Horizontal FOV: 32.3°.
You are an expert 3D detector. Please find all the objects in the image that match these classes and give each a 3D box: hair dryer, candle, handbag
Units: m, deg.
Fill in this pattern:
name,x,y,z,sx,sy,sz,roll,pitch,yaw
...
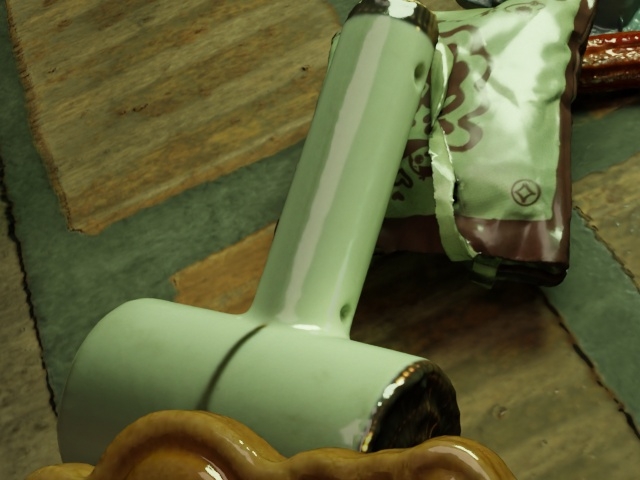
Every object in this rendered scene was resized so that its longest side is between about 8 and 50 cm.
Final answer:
name,x,y,z,sx,sy,sz,roll,pitch,yaw
hair dryer,0.000,0.000,0.649,0.203,0.128,0.362,9,74,31
candle,0.266,-0.137,0.801,0.329,0.048,0.051,-3,5,21
handbag,0.082,-0.077,0.765,0.213,0.127,0.235,-1,59,25

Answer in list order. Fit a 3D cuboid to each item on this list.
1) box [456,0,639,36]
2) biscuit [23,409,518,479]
name,x,y,z,sx,sy,sz,roll,pitch,yaw
box,0.219,-0.267,0.892,0.162,0.130,0.227,23,57,21
biscuit,-0.040,0.184,0.522,0.334,0.047,0.202,1,90,29
